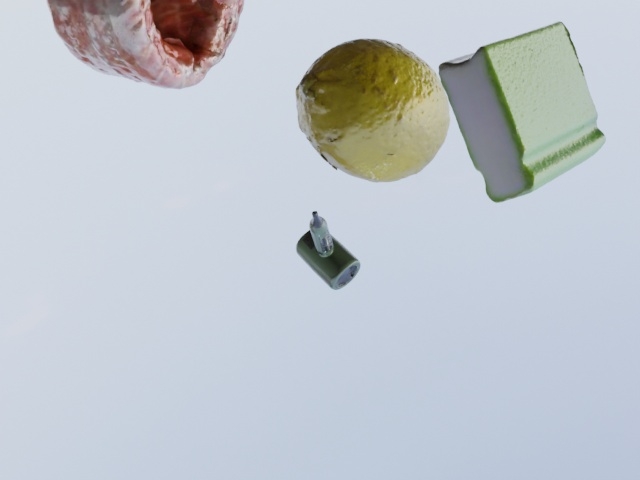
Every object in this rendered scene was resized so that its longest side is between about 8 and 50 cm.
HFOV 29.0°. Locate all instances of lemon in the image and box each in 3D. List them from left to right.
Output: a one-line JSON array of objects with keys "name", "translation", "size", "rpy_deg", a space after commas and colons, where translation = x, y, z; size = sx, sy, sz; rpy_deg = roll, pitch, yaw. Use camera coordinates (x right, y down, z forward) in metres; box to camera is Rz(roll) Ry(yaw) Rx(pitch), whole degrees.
[{"name": "lemon", "translation": [0.091, -0.233, 2.191], "size": [0.253, 0.310, 0.253], "rpy_deg": [-22, -122, 42]}]

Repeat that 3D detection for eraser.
[{"name": "eraser", "translation": [0.288, -0.183, 1.720], "size": [0.092, 0.210, 0.274], "rpy_deg": [-19, -178, 36]}]

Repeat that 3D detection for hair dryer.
[{"name": "hair dryer", "translation": [0.000, 0.000, 1.412], "size": [0.047, 0.150, 0.071], "rpy_deg": [-44, -113, -10]}]

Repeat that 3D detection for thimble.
[{"name": "thimble", "translation": [-0.211, -0.307, 1.509], "size": [0.162, 0.239, 0.239], "rpy_deg": [15, -136, 29]}]
